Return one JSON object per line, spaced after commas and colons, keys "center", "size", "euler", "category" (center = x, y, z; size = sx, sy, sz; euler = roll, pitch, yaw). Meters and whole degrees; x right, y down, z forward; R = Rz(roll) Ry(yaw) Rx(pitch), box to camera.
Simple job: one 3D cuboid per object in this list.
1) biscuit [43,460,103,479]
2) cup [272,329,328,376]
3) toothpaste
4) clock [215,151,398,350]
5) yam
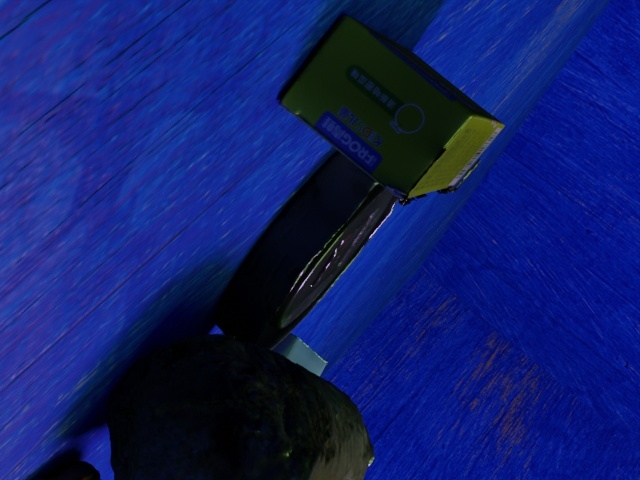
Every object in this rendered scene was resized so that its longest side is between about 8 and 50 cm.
{"center": [-0.252, 0.305, 1.018], "size": [0.259, 0.079, 0.259], "euler": [-57, 176, -7], "category": "biscuit"}
{"center": [-0.097, 0.205, 1.310], "size": [0.236, 0.148, 0.134], "euler": [-52, -173, -11], "category": "cup"}
{"center": [0.069, -0.096, 0.906], "size": [0.077, 0.110, 0.327], "euler": [-50, 173, 11], "category": "toothpaste"}
{"center": [0.000, 0.000, 1.189], "size": [0.281, 0.055, 0.280], "euler": [-50, 173, -9], "category": "clock"}
{"center": [-0.071, 0.191, 1.063], "size": [0.195, 0.195, 0.300], "euler": [-50, 163, -1], "category": "yam"}
